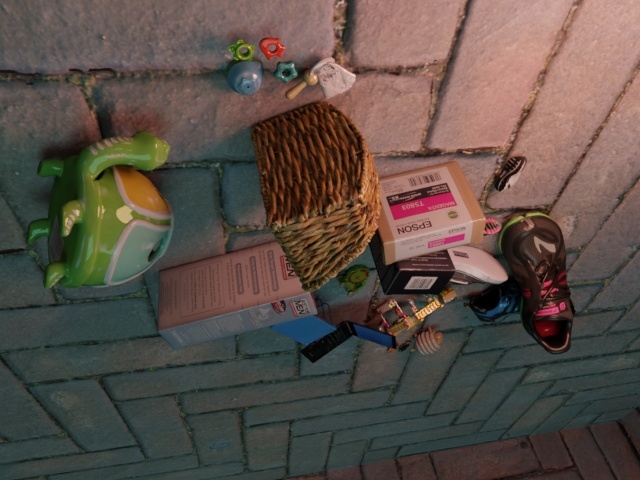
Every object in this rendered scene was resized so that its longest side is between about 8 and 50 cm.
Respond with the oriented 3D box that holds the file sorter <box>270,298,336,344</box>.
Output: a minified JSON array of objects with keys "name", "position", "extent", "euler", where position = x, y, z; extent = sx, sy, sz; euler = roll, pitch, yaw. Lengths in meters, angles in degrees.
[{"name":"file sorter","position":[-0.055,0.219,1.513],"extent":[0.118,0.104,0.170],"euler":[-31,138,22]}]

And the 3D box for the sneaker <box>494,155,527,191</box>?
[{"name":"sneaker","position":[0.473,-0.167,1.255],"extent":[0.044,0.040,0.109],"euler":[-11,148,-29]}]

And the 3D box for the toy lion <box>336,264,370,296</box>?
[{"name":"toy lion","position":[0.103,0.113,1.493],"extent":[0.096,0.034,0.100],"euler":[-29,140,7]}]

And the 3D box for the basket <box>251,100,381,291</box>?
[{"name":"basket","position":[0.010,-0.093,0.997],"extent":[0.214,0.299,0.223],"euler":[-20,139,5]}]

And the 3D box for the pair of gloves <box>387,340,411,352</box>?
[{"name":"pair of gloves","position":[0.292,0.396,1.907],"extent":[0.083,0.010,0.074],"euler":[0,138,-21]}]

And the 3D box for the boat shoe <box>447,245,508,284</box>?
[{"name":"boat shoe","position":[0.403,0.083,1.480],"extent":[0.302,0.108,0.102],"euler":[12,135,-25]}]

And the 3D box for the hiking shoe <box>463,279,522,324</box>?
[{"name":"hiking shoe","position":[0.632,0.181,1.659],"extent":[0.304,0.113,0.132],"euler":[-33,138,23]}]

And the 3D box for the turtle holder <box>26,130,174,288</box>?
[{"name":"turtle holder","position":[-0.415,-0.063,0.999],"extent":[0.228,0.243,0.320],"euler":[3,101,-42]}]

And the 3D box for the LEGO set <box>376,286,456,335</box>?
[{"name":"LEGO set","position":[0.287,0.213,1.641],"extent":[0.287,0.107,0.132],"euler":[-37,171,20]}]

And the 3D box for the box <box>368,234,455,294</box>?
[{"name":"box","position":[0.218,0.024,1.272],"extent":[0.153,0.207,0.108],"euler":[2,139,-17]}]

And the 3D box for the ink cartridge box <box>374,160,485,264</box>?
[{"name":"ink cartridge box","position":[0.232,-0.067,1.176],"extent":[0.235,0.193,0.088],"euler":[-13,142,-1]}]

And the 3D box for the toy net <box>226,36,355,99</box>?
[{"name":"toy net","position":[-0.050,-0.312,0.917],"extent":[0.232,0.045,0.122],"euler":[-4,139,-14]}]

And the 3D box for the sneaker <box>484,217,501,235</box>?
[{"name":"sneaker","position":[0.440,-0.025,1.416],"extent":[0.120,0.047,0.057],"euler":[-17,163,5]}]

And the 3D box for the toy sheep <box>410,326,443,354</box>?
[{"name":"toy sheep","position":[0.382,0.367,1.835],"extent":[0.132,0.091,0.091],"euler":[-35,137,25]}]

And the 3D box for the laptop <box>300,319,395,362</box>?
[{"name":"laptop","position":[0.097,0.352,1.645],"extent":[0.264,0.136,0.234],"euler":[-34,157,-5]}]

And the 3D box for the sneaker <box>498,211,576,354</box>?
[{"name":"sneaker","position":[0.652,0.128,1.469],"extent":[0.185,0.202,0.482],"euler":[-22,117,10]}]

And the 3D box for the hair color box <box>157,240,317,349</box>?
[{"name":"hair color box","position":[-0.212,0.132,1.295],"extent":[0.375,0.185,0.113],"euler":[-15,141,2]}]
